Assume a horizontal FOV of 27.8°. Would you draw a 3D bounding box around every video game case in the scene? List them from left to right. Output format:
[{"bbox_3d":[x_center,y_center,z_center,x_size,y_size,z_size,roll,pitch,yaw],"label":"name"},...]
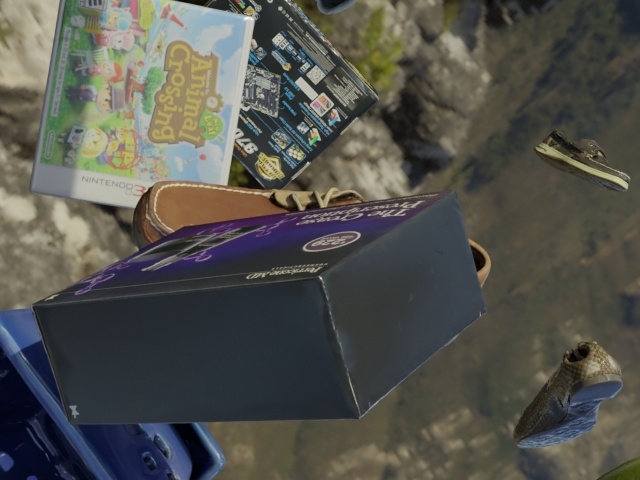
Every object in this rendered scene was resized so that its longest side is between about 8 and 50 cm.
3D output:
[{"bbox_3d":[-0.177,-0.137,1.292,0.193,0.213,0.023,9,-178,-14],"label":"video game case"}]

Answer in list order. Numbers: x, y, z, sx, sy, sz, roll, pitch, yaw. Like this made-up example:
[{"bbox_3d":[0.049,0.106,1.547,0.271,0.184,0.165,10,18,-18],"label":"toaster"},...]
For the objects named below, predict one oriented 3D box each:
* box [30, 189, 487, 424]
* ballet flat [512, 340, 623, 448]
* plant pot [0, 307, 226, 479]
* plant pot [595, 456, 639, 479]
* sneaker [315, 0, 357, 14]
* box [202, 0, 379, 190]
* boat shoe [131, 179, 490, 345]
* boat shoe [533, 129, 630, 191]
[{"bbox_3d":[-0.044,0.049,0.921,0.261,0.103,0.184,-7,-163,36],"label":"box"},{"bbox_3d":[0.262,0.169,1.396,0.084,0.058,0.250,-9,155,-10],"label":"ballet flat"},{"bbox_3d":[-0.248,0.202,1.229,0.236,0.236,0.212,-42,169,26],"label":"plant pot"},{"bbox_3d":[0.314,0.270,0.786,0.353,0.366,0.366,20,125,-36],"label":"plant pot"},{"bbox_3d":[0.064,-0.421,1.969,0.091,0.094,0.258,-68,-171,-24],"label":"sneaker"},{"bbox_3d":[-0.066,-0.189,1.518,0.175,0.220,0.051,-43,-170,11],"label":"box"},{"bbox_3d":[0.000,0.000,1.125,0.324,0.123,0.116,13,139,-21],"label":"boat shoe"},{"bbox_3d":[0.334,-0.105,1.639,0.056,0.152,0.049,32,89,-44],"label":"boat shoe"}]
